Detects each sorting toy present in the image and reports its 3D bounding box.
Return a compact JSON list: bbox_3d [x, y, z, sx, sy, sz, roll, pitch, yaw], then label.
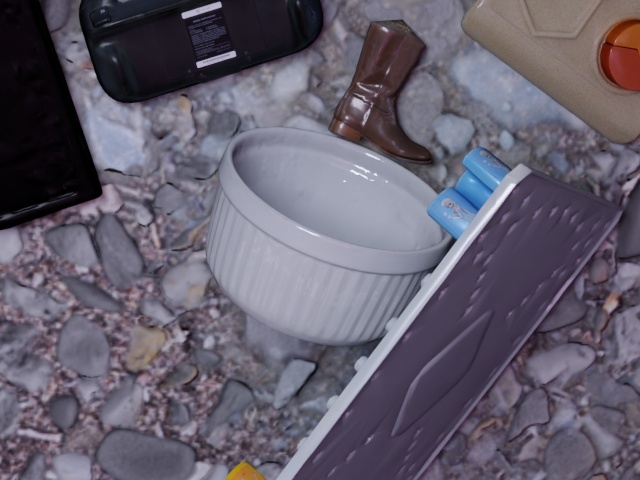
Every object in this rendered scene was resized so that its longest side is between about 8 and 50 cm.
[{"bbox_3d":[0.232,-0.247,1.533,0.307,0.041,0.229,33,100,-24],"label":"sorting toy"}]

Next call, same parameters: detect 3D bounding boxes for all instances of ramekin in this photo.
[{"bbox_3d":[0.000,0.000,1.487,0.207,0.207,0.109,12,116,-19],"label":"ramekin"}]

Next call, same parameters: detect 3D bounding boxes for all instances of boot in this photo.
[{"bbox_3d":[0.073,-0.132,1.544,0.106,0.037,0.114,19,101,-23],"label":"boot"}]

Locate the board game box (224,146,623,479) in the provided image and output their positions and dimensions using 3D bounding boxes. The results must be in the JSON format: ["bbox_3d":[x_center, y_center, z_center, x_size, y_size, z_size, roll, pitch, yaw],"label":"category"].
[{"bbox_3d":[0.087,0.100,1.490,0.050,0.390,0.390,39,100,18],"label":"board game box"}]

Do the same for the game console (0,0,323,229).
[{"bbox_3d":[-0.171,-0.148,1.466,0.361,0.044,0.213,-18,116,-6],"label":"game console"}]
